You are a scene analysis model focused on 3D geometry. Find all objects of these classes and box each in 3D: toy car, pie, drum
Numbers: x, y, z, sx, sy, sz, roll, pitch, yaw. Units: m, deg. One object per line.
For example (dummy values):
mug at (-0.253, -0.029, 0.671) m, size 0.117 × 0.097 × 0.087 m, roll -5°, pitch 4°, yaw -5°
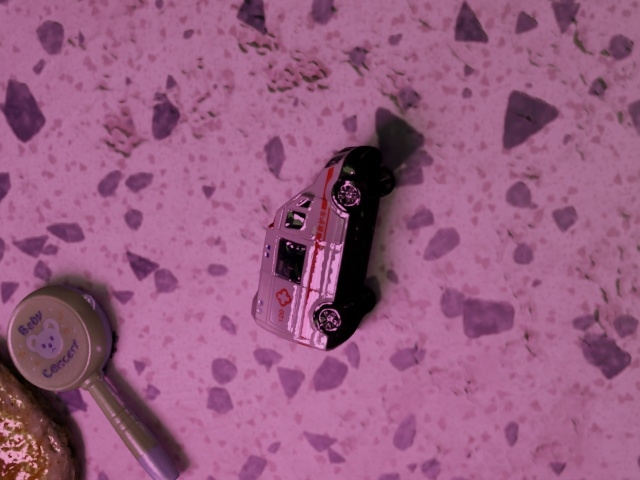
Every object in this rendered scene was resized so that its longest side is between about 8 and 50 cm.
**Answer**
toy car at (0.000, 0.000, 1.450) m, size 0.108 × 0.089 × 0.209 m, roll 17°, pitch 109°, yaw 23°
pie at (-0.437, 0.251, 1.644) m, size 0.323 × 0.070 × 0.323 m, roll 0°, pitch 88°, yaw 3°
drum at (-0.230, 0.145, 1.586) m, size 0.253 × 0.049 × 0.130 m, roll 36°, pitch 111°, yaw 11°
